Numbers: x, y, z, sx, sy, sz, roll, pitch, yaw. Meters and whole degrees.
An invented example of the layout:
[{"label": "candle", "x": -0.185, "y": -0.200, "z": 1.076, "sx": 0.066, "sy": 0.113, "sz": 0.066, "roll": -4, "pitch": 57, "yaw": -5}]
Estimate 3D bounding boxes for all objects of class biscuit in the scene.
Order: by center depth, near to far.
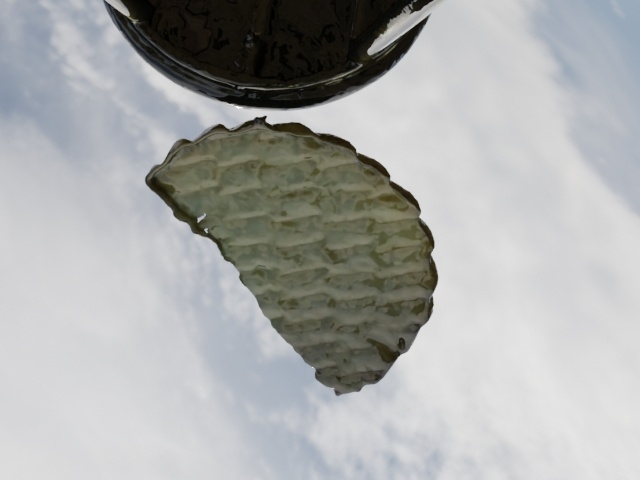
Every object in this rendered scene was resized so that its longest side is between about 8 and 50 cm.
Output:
[{"label": "biscuit", "x": 0.000, "y": 0.000, "z": 0.926, "sx": 0.273, "sy": 0.187, "sz": 0.036, "roll": 53, "pitch": -150, "yaw": -17}]

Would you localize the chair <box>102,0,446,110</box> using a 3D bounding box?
[{"label": "chair", "x": -0.032, "y": -0.300, "z": 0.768, "sx": 0.361, "sy": 0.410, "sz": 0.365, "roll": 8, "pitch": -106, "yaw": 1}]
